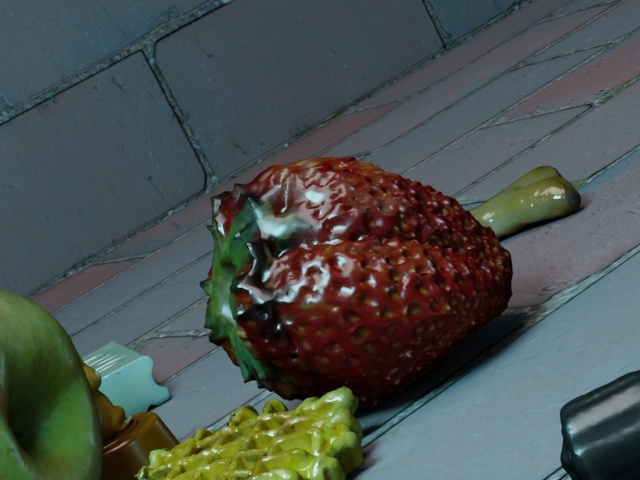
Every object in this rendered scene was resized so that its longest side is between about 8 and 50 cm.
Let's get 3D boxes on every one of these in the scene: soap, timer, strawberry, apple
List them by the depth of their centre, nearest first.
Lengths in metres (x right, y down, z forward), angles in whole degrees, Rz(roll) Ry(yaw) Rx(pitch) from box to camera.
[{"bbox_3d":[-0.367,0.204,1.699,0.277,0.319,0.319,-19,12,26],"label":"apple"},{"bbox_3d":[0.039,0.044,1.755,0.288,0.250,0.238,-8,-31,-17],"label":"strawberry"},{"bbox_3d":[-0.227,0.186,1.860,0.132,0.152,0.132,-26,10,5],"label":"timer"},{"bbox_3d":[-0.266,0.183,2.239,0.119,0.067,0.198,-28,9,-15],"label":"soap"}]

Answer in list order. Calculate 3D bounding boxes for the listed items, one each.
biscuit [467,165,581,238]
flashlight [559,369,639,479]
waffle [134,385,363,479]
[{"bbox_3d":[0.196,-0.023,2.133,0.208,0.047,0.164,-27,9,3],"label":"biscuit"},{"bbox_3d":[0.349,0.062,1.171,0.424,0.103,0.103,-28,10,7],"label":"flashlight"},{"bbox_3d":[-0.093,0.222,1.598,0.309,0.065,0.283,-28,11,-24],"label":"waffle"}]
